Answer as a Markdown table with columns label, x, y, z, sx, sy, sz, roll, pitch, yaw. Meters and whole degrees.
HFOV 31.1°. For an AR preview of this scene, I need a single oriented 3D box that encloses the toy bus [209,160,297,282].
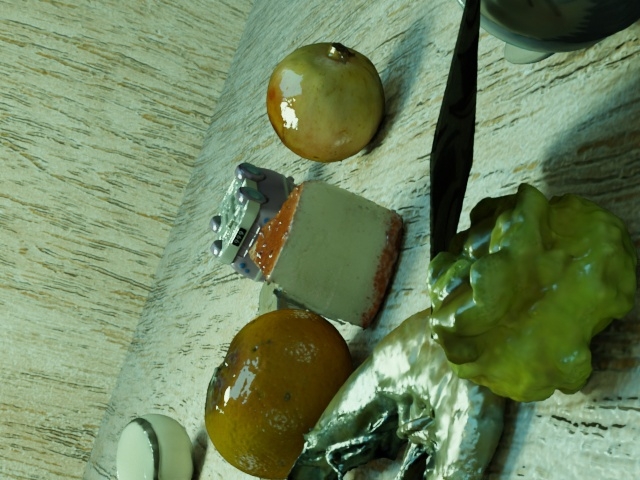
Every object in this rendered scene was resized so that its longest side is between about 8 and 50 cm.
| label | x | y | z | sx | sy | sz | roll | pitch | yaw |
| --- | --- | --- | --- | --- | --- | --- | --- | --- | --- |
| toy bus | -0.103 | -0.032 | 1.973 | 0.142 | 0.142 | 0.202 | -62 | 17 | 22 |

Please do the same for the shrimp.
| label | x | y | z | sx | sy | sz | roll | pitch | yaw |
| --- | --- | --- | --- | --- | --- | --- | --- | --- | --- |
| shrimp | 0.062 | 0.237 | 1.204 | 0.445 | 0.085 | 0.272 | -43 | 35 | 49 |

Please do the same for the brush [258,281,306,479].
| label | x | y | z | sx | sy | sz | roll | pitch | yaw |
| --- | --- | --- | --- | --- | --- | --- | --- | --- | --- |
| brush | -0.053 | 0.200 | 1.684 | 0.070 | 0.065 | 0.328 | -40 | 41 | 49 |

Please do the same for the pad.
| label | x | y | z | sx | sy | sz | roll | pitch | yaw |
| --- | --- | --- | --- | --- | --- | --- | --- | --- | --- |
| pad | 0.121 | -0.075 | 1.023 | 0.330 | 0.004 | 0.220 | 79 | -157 | -61 |

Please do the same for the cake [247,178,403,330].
| label | x | y | z | sx | sy | sz | roll | pitch | yaw |
| --- | --- | --- | --- | --- | --- | --- | --- | --- | --- |
| cake | 0.000 | 0.000 | 1.557 | 0.160 | 0.158 | 0.262 | -65 | 15 | 4 |

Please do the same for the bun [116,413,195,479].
| label | x | y | z | sx | sy | sz | roll | pitch | yaw |
| --- | --- | --- | --- | --- | --- | --- | --- | --- | --- |
| bun | -0.288 | 0.399 | 2.085 | 0.172 | 0.119 | 0.173 | -6 | 82 | 52 |

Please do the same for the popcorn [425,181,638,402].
| label | x | y | z | sx | sy | sz | roll | pitch | yaw |
| --- | --- | --- | --- | --- | --- | --- | --- | --- | --- |
| popcorn | 0.166 | 0.039 | 0.951 | 0.197 | 0.155 | 0.198 | -157 | 90 | -87 |

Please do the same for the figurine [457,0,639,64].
| label | x | y | z | sx | sy | sz | roll | pitch | yaw |
| --- | --- | --- | --- | --- | --- | --- | --- | --- | --- |
| figurine | 0.212 | -0.347 | 1.096 | 0.361 | 0.266 | 0.377 | -65 | 17 | -19 |

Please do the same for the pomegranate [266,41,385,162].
| label | x | y | z | sx | sy | sz | roll | pitch | yaw |
| --- | --- | --- | --- | --- | --- | --- | --- | --- | --- |
| pomegranate | 0.013 | -0.213 | 1.759 | 0.191 | 0.191 | 0.191 | -159 | 90 | -75 |

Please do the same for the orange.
| label | x | y | z | sx | sy | sz | roll | pitch | yaw |
| --- | --- | --- | --- | --- | --- | --- | --- | --- | --- |
| orange | -0.056 | 0.192 | 1.470 | 0.224 | 0.170 | 0.224 | -56 | 22 | 37 |
